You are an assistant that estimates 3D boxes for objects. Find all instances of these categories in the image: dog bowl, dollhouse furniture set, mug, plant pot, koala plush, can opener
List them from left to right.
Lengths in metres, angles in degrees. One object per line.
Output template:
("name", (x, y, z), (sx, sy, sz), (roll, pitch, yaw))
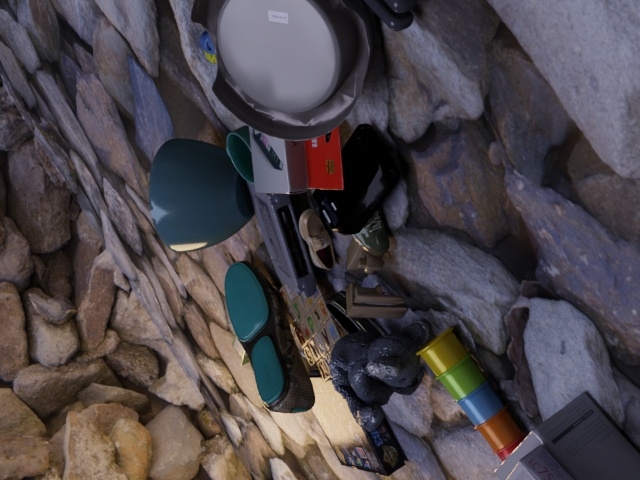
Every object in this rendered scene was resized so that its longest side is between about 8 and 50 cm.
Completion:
("plant pot", (-0.271, -0.116, 2.253), (0.195, 0.290, 0.290), (-2, 122, 21))
("mug", (-0.148, -0.216, 2.071), (0.158, 0.097, 0.129), (46, 152, 28))
("dog bowl", (-0.061, -0.357, 1.612), (0.348, 0.102, 0.349), (15, 129, 20))
("can opener", (0.043, -0.445, 1.475), (0.283, 0.095, 0.076), (54, 156, 28))
("dollhouse furniture set", (0.129, 0.071, 1.950), (0.144, 0.123, 0.151), (113, 158, -59))
("koala plush", (0.138, 0.265, 1.937), (0.203, 0.196, 0.221), (50, 147, 4))

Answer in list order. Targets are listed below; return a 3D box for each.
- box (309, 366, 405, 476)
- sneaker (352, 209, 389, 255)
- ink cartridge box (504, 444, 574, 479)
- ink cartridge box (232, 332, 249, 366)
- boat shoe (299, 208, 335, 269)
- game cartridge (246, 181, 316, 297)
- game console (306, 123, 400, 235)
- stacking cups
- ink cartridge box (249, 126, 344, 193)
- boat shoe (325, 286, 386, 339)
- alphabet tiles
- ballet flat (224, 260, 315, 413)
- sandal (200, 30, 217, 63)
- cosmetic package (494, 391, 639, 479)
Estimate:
("box", (0.075, 0.482, 2.433), (0.296, 0.073, 0.293), (63, 157, -3))
("sneaker", (0.087, -0.061, 1.838), (0.192, 0.064, 0.086), (60, 160, 7))
("ink cartridge box", (0.386, 0.498, 1.569), (0.186, 0.065, 0.311), (48, 150, 24))
("ink cartridge box", (-0.201, 0.291, 2.697), (0.062, 0.109, 0.209), (51, 154, 19))
("boat shoe", (0.000, 0.000, 2.079), (0.059, 0.063, 0.170), (30, 151, 42))
("game cartridge", (-0.098, -0.023, 2.167), (0.198, 0.062, 0.297), (-135, 26, -64))
("game console", (0.019, -0.199, 1.799), (0.361, 0.044, 0.213), (61, 139, 22))
("stacking cups", (0.323, 0.324, 1.796), (0.316, 0.096, 0.096), (53, 154, 9))
("ink cartridge box", (-0.057, -0.231, 1.808), (0.239, 0.060, 0.275), (6, 103, 54))
("boat shoe", (0.097, 0.219, 2.116), (0.228, 0.068, 0.081), (53, 153, 14))
("alphabet tiles", (-0.032, 0.186, 2.310), (0.343, 0.011, 0.285), (66, 157, 15))
("ballet flat", (-0.129, 0.269, 2.443), (0.164, 0.182, 0.483), (-43, 48, 22))
("sandal", (-0.141, -0.435, 1.812), (0.317, 0.126, 0.138), (5, 121, 49))
("cosmetic package", (0.459, 0.427, 1.589), (0.225, 0.138, 0.224), (51, 154, 21))
